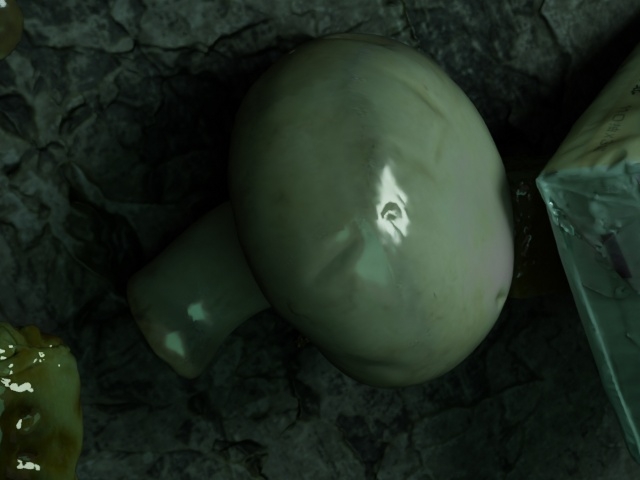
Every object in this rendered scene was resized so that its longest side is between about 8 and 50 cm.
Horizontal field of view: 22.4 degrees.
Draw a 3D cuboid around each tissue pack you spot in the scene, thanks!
[{"bbox_3d":[0.396,-0.037,1.519,0.405,0.205,0.331,-50,126,-44],"label":"tissue pack"}]

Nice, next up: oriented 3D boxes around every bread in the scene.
[{"bbox_3d":[0.248,-0.021,1.615,0.196,0.102,0.138,-4,111,-25],"label":"bread"},{"bbox_3d":[-0.286,0.200,1.433,0.152,0.130,0.267,0,106,-20],"label":"bread"}]

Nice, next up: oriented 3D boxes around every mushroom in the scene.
[{"bbox_3d":[0.024,-0.008,1.403,0.356,0.315,0.315,-41,120,-21],"label":"mushroom"}]

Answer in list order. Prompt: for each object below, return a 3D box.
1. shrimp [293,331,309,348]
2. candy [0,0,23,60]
[{"bbox_3d":[0.048,0.045,1.579,0.184,0.043,0.091,-35,122,-11],"label":"shrimp"},{"bbox_3d":[-0.323,-0.241,1.275,0.102,0.104,0.234,-29,116,-18],"label":"candy"}]
